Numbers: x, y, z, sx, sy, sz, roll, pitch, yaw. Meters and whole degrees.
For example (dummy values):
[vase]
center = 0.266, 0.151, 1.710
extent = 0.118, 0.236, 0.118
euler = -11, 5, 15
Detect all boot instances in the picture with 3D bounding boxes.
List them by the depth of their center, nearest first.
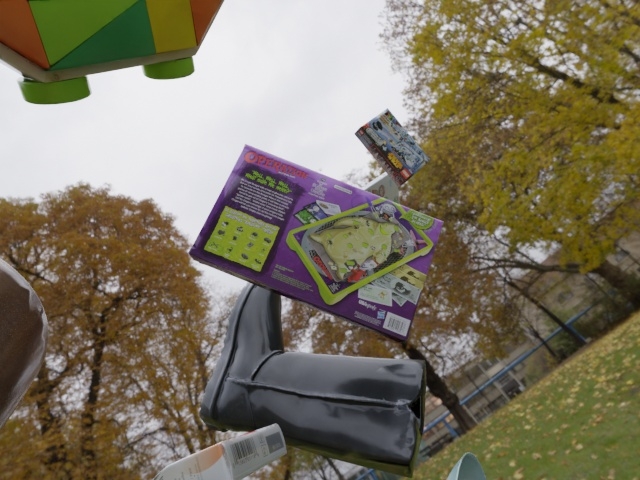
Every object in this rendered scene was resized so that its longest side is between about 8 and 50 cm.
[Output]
[boot]
center = 0.003, 0.255, 0.891
extent = 0.446, 0.366, 0.146
euler = -2, -32, 26

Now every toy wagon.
[toy wagon]
center = -0.173, -0.281, 0.369
extent = 0.344, 0.068, 0.267
euler = -35, -44, -41

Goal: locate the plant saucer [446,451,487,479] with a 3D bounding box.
[plant saucer]
center = 0.173, 0.357, 0.490
extent = 0.038, 0.194, 0.195
euler = -16, -23, 29

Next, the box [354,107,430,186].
[box]
center = 0.142, -0.183, 0.819
extent = 0.094, 0.137, 0.027
euler = -41, 2, -32

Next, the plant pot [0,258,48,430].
[plant pot]
center = -0.326, 0.126, 0.271
extent = 0.216, 0.230, 0.215
euler = -8, -68, -20

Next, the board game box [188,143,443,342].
[board game box]
center = 0.000, 0.000, 0.659
extent = 0.056, 0.347, 0.208
euler = 105, -173, -75

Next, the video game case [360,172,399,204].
[video game case]
center = 0.132, -0.058, 0.897
extent = 0.143, 0.019, 0.157
euler = -36, -56, -43

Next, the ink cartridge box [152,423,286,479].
[ink cartridge box]
center = -0.145, 0.264, 0.470
extent = 0.180, 0.045, 0.145
euler = -23, -21, 9
